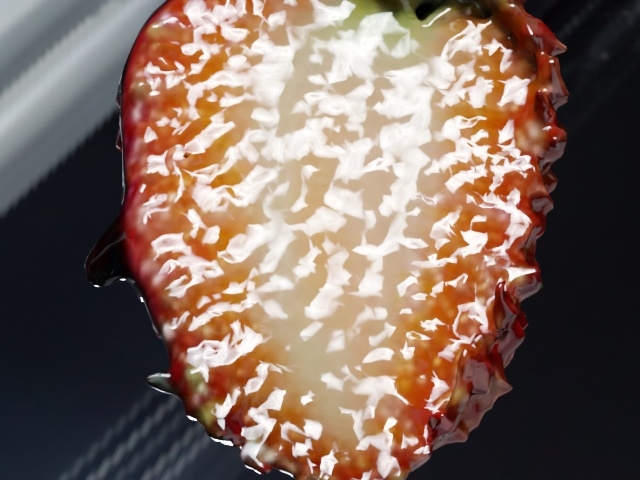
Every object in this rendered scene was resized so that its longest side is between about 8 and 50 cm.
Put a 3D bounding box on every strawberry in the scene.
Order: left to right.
[{"bbox_3d":[0.000,0.000,0.956,0.137,0.233,0.306,77,-158,-62],"label":"strawberry"}]
